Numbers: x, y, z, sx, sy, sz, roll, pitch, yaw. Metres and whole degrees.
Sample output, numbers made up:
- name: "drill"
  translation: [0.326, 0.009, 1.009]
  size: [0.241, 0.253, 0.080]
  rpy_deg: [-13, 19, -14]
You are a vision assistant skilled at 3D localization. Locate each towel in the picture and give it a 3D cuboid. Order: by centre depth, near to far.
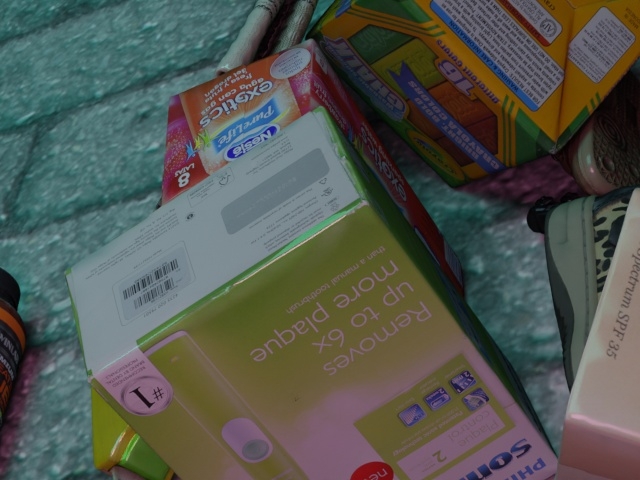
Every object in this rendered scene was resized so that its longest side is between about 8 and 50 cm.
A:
- name: "towel"
  translation: [-0.072, -0.129, 1.589]
  size: [0.312, 0.056, 0.324]
  rpy_deg: [-53, 13, 55]

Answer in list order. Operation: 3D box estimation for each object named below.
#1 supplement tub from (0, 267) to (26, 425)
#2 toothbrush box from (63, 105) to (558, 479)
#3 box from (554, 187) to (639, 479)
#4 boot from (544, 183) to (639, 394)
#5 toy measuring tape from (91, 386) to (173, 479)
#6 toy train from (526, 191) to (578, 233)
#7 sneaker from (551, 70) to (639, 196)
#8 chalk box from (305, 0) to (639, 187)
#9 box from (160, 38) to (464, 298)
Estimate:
- name: "supplement tub"
  translation: [-0.314, 0.111, 1.630]
  size: [0.106, 0.106, 0.198]
  rpy_deg: [-16, 42, 26]
- name: "toothbrush box"
  translation: [-0.002, 0.087, 1.251]
  size: [0.206, 0.283, 0.122]
  rpy_deg: [-32, 38, 7]
- name: "box"
  translation: [0.293, 0.095, 1.005]
  size: [0.311, 0.121, 0.148]
  rpy_deg: [15, 68, 10]
- name: "boot"
  translation: [0.300, 0.055, 1.171]
  size: [0.284, 0.138, 0.377]
  rpy_deg: [-26, 33, 15]
- name: "toy measuring tape"
  translation: [-0.110, 0.148, 1.427]
  size: [0.121, 0.121, 0.330]
  rpy_deg: [-24, 47, 17]
- name: "toy train"
  translation: [0.222, -0.024, 1.394]
  size: [0.158, 0.027, 0.036]
  rpy_deg: [-7, 22, 34]
- name: "sneaker"
  translation: [0.204, -0.067, 1.418]
  size: [0.071, 0.066, 0.188]
  rpy_deg: [-38, 11, 28]
- name: "chalk box"
  translation: [0.121, -0.168, 1.472]
  size: [0.179, 0.180, 0.289]
  rpy_deg: [-48, 7, -15]
- name: "box"
  translation: [0.000, 0.000, 1.364]
  size: [0.122, 0.257, 0.128]
  rpy_deg: [-21, 40, 19]
